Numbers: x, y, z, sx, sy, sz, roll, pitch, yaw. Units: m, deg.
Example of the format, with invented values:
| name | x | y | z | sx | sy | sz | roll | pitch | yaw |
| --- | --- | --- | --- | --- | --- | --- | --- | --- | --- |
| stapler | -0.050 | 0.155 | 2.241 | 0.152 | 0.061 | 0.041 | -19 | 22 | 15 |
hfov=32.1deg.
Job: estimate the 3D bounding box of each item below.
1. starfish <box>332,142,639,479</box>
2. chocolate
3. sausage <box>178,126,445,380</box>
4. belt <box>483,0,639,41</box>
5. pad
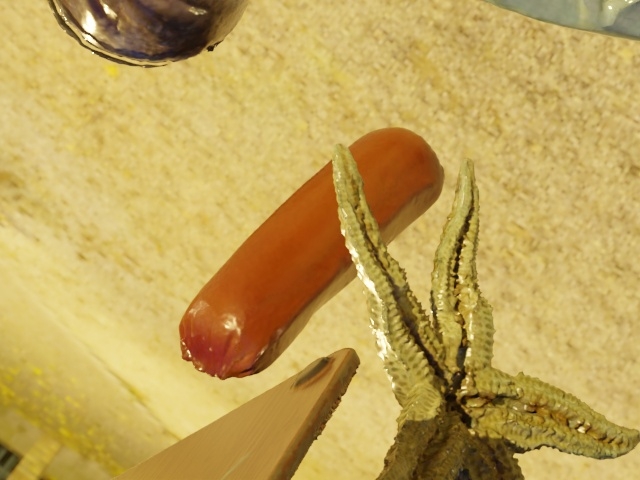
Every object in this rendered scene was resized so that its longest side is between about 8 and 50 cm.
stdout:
| name | x | y | z | sx | sy | sz | roll | pitch | yaw |
| --- | --- | --- | --- | --- | --- | --- | --- | --- | --- |
| starfish | 0.113 | 0.102 | 0.801 | 0.347 | 0.358 | 0.078 | 31 | 135 | -27 |
| chocolate | -0.226 | -0.408 | 1.490 | 0.303 | 0.303 | 0.213 | 36 | 159 | 0 |
| sausage | -0.001 | 0.000 | 1.045 | 0.097 | 0.348 | 0.094 | 29 | 142 | 25 |
| belt | 0.116 | -0.214 | 0.417 | 0.324 | 0.260 | 0.122 | 19 | -161 | -7 |
| pad | -0.124 | 0.170 | 0.524 | 0.284 | 0.286 | 0.018 | -32 | 97 | 27 |
